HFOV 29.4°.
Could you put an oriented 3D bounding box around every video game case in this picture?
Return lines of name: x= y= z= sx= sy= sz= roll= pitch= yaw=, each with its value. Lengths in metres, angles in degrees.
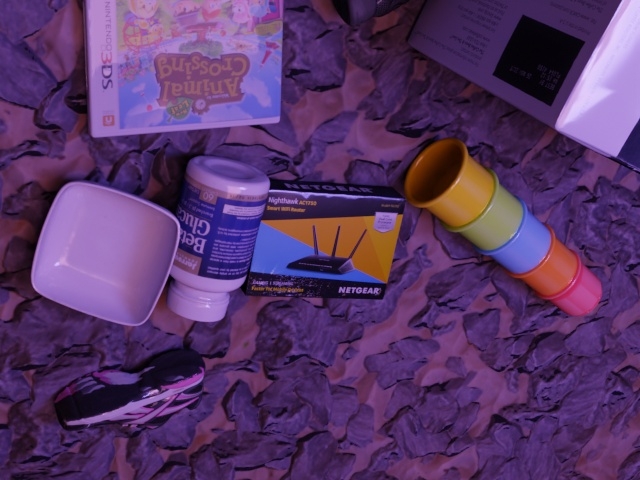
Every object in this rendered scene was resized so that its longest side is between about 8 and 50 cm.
video game case: x=-0.142 y=-0.210 z=1.286 sx=0.212 sy=0.023 sz=0.193 roll=-7 pitch=115 yaw=-20

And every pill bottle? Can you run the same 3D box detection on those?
pill bottle: x=-0.119 y=0.000 z=1.349 sx=0.094 sy=0.094 sz=0.169 roll=7 pitch=110 yaw=-25

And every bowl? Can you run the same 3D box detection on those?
bowl: x=-0.229 y=0.007 z=1.315 sx=0.142 sy=0.053 sz=0.142 roll=20 pitch=107 yaw=-8

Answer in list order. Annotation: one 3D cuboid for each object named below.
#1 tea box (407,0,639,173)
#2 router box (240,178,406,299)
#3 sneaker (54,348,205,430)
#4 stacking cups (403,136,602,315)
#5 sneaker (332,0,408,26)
tea box: x=0.330 y=-0.204 z=1.306 sx=0.323 sy=0.329 sz=0.220 roll=22 pitch=103 yaw=-30
router box: x=0.000 y=0.000 z=1.427 sx=0.178 sy=0.046 sz=0.133 roll=2 pitch=112 yaw=-23
sneaker: x=-0.215 y=0.193 z=1.416 sx=0.178 sy=0.072 sz=0.077 roll=-14 pitch=128 yaw=-10
stacking cups: x=0.242 y=-0.006 z=1.497 sx=0.316 sy=0.096 sz=0.096 roll=34 pitch=97 yaw=-31
sneaker: x=0.066 y=-0.347 z=1.276 sx=0.130 sy=0.087 sz=0.228 roll=-20 pitch=122 yaw=-15
